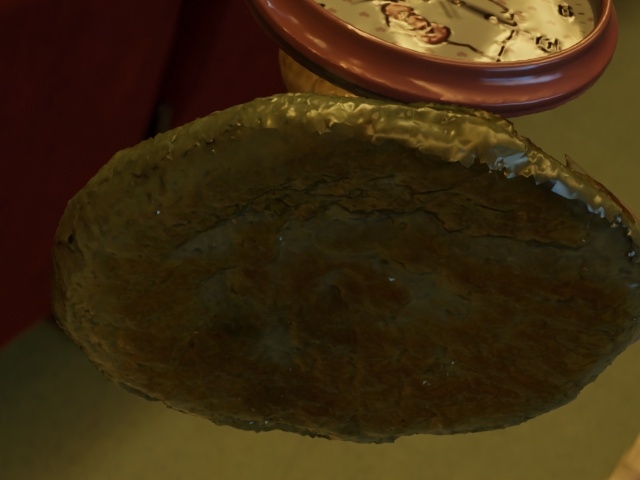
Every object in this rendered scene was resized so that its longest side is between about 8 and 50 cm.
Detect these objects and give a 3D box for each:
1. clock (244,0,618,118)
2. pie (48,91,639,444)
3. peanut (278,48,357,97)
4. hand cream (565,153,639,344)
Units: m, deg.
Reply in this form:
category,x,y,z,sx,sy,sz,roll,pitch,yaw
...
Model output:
category,x,y,z,sx,sy,sz,roll,pitch,yaw
clock,0.069,-0.156,1.190,0.244,0.056,0.244,9,40,-8
pie,0.020,0.016,0.971,0.323,0.323,0.071,12,55,-14
peanut,0.020,-0.126,1.709,0.098,0.103,0.229,14,35,-32
hand cream,0.183,0.006,1.192,0.076,0.047,0.174,40,25,-14
